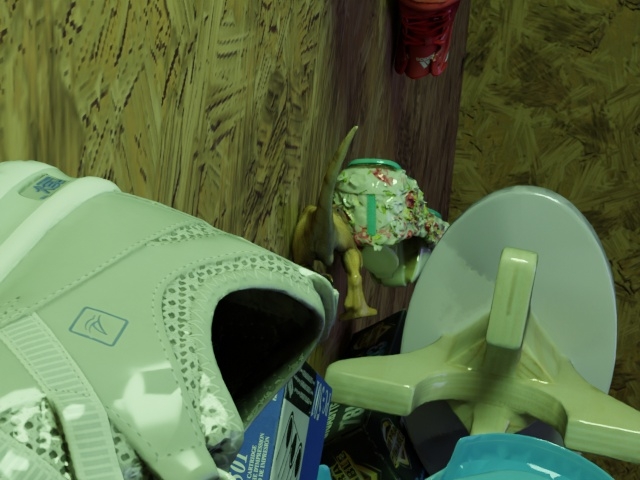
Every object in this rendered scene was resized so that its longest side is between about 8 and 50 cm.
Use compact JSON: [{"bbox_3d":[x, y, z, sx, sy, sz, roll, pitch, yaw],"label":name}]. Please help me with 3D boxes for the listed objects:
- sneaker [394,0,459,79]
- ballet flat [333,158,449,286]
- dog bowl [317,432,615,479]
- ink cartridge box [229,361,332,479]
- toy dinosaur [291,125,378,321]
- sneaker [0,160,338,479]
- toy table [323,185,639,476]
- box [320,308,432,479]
[{"bbox_3d":[0.112,-0.214,1.509,0.221,0.087,0.128,-57,152,-71],"label":"sneaker"},{"bbox_3d":[0.055,-0.002,1.272,0.241,0.091,0.077,39,51,-70],"label":"ballet flat"},{"bbox_3d":[0.083,0.222,1.039,0.166,0.297,0.074,50,-43,45],"label":"dog bowl"},{"bbox_3d":[-0.032,0.117,0.891,0.207,0.046,0.097,64,36,-77],"label":"ink cartridge box"},{"bbox_3d":[0.000,0.000,1.033,0.211,0.064,0.112,112,-32,-84],"label":"toy dinosaur"},{"bbox_3d":[-0.063,0.072,0.348,0.281,0.115,0.105,-74,168,-50],"label":"sneaker"},{"bbox_3d":[0.139,0.107,1.205,0.161,0.252,0.274,-51,139,-71],"label":"toy table"},{"bbox_3d":[0.106,0.242,1.387,0.293,0.073,0.295,58,16,-10],"label":"box"}]
